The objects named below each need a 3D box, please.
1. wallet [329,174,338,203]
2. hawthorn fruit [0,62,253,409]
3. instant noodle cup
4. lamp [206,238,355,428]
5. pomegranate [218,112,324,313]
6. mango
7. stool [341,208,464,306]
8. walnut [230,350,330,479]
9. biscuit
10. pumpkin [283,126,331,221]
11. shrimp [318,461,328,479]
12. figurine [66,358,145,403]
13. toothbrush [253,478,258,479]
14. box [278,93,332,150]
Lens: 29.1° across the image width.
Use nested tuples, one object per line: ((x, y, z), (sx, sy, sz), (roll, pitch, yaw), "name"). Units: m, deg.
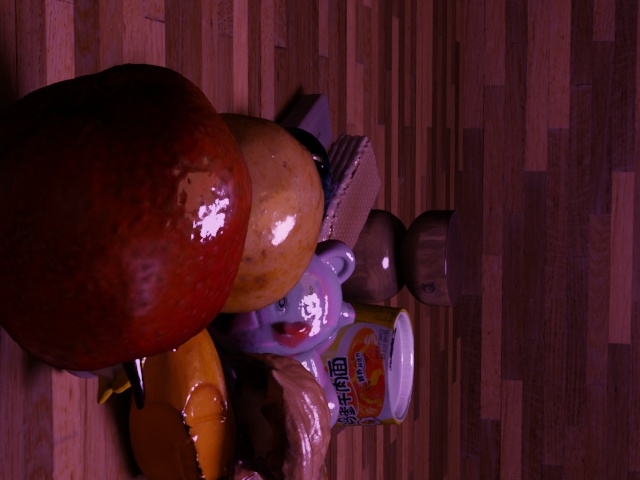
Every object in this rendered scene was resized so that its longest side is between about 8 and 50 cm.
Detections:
((-0.037, -0.038, 2.040), (0.030, 0.111, 0.166), (53, 36, -25), "wallet")
((-0.203, 0.011, 1.222), (0.285, 0.284, 0.369), (-52, 144, -62), "hawthorn fruit")
((0.051, 0.220, 2.191), (0.264, 0.200, 0.265), (2, 90, -74), "instant noodle cup")
((-0.074, 0.126, 1.820), (0.247, 0.247, 0.301), (-118, -156, -59), "lamp")
((-0.116, -0.033, 1.569), (0.260, 0.260, 0.261), (2, 90, -73), "pomegranate")
((-0.179, 0.202, 1.572), (0.154, 0.126, 0.252), (-39, 126, -65), "mango")
((0.123, 0.030, 2.295), (0.179, 0.264, 0.179), (2, 90, -72), "stool")
((-0.059, 0.244, 1.656), (0.141, 0.238, 0.204), (-5, 93, -35), "walnut")
((0.000, 0.000, 2.132), (0.144, 0.078, 0.426), (73, 32, -45), "biscuit")
((-0.050, -0.078, 1.901), (0.194, 0.150, 0.194), (-19, 90, -88), "pumpkin")
((-0.021, 0.394, 2.246), (0.190, 0.042, 0.101), (63, 13, -56), "shrimp")
((-0.234, 0.101, 1.382), (0.109, 0.129, 0.178), (49, 45, -43), "figurine")
((-0.122, 0.345, 1.946), (0.220, 0.016, 0.019), (72, 27, -47), "toothbrush")
((-0.038, -0.163, 2.110), (0.244, 0.055, 0.103), (-59, 146, -57), "box")
